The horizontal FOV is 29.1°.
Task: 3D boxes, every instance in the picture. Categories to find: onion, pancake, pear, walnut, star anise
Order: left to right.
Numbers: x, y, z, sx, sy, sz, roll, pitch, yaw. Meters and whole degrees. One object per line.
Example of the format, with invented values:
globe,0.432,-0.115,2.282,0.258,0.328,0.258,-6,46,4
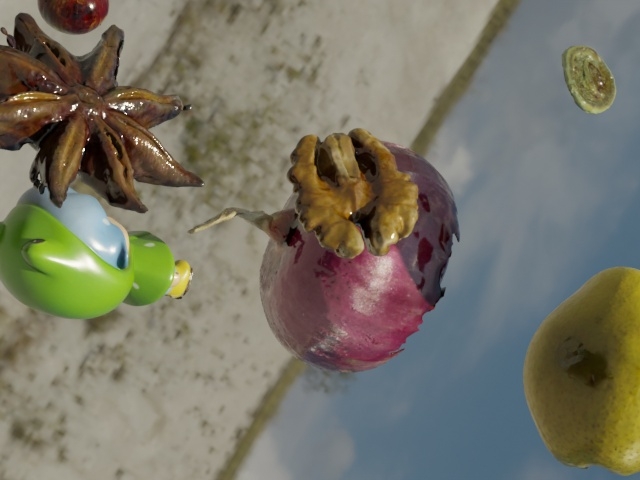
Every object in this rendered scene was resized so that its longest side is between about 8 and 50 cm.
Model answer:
star anise,-0.240,-0.106,1.171,0.102,0.272,0.272,-47,-163,38
onion,-0.410,-0.393,2.057,0.117,0.119,0.118,-19,-174,-14
onion,0.039,0.006,1.839,0.358,0.345,0.358,-27,-145,21
walnut,0.036,-0.049,1.399,0.069,0.142,0.170,103,-23,-55
pancake,0.374,-0.227,1.723,0.017,0.108,0.108,-27,-148,48
pear,0.521,0.227,2.272,0.340,0.191,0.387,2,-108,41

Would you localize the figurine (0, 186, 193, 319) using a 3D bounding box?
figurine,-0.259,0.023,1.413,0.162,0.263,0.143,24,-86,38
